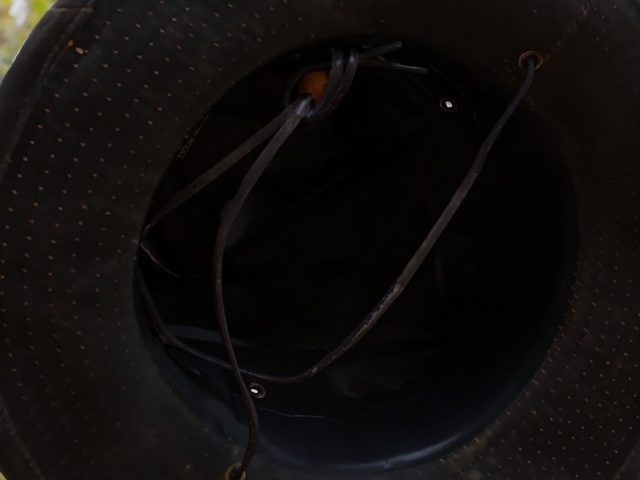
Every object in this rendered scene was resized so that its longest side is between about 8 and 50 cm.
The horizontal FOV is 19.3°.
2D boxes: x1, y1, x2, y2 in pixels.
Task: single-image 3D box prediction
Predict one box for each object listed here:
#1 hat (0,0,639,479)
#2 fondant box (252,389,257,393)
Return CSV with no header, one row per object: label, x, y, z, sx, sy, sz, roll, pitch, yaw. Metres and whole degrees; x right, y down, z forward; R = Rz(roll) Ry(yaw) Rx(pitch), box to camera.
hat,0.000,0.000,0.752,0.331,0.331,0.134,40,-6,-29
fondant box,0.045,0.082,1.137,0.096,0.238,0.330,35,-22,12
